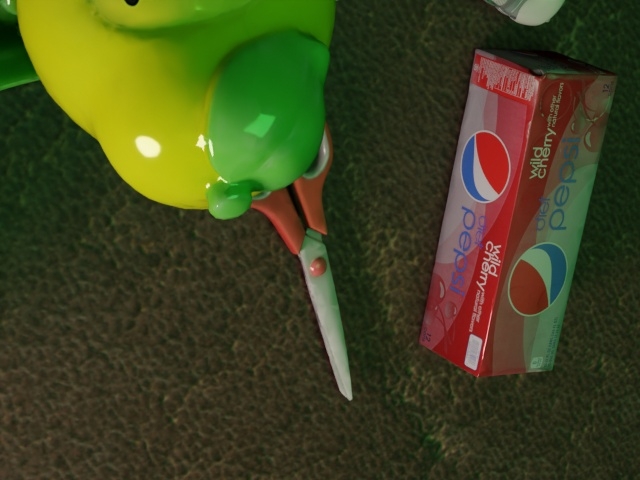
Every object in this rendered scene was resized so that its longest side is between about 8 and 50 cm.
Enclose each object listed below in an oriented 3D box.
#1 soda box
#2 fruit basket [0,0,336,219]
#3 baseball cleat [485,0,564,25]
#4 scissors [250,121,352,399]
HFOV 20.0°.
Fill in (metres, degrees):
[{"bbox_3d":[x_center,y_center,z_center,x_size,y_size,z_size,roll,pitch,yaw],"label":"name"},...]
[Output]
[{"bbox_3d":[0.163,-0.023,1.506,0.092,0.083,0.263,-2,111,-36],"label":"soda box"},{"bbox_3d":[-0.106,-0.193,1.003,0.392,0.392,0.283,-26,123,-26],"label":"fruit basket"},{"bbox_3d":[0.189,-0.273,1.429,0.109,0.072,0.206,25,89,-34],"label":"baseball cleat"},{"bbox_3d":[0.000,0.000,1.432,0.109,0.021,0.297,-43,127,-17],"label":"scissors"}]
